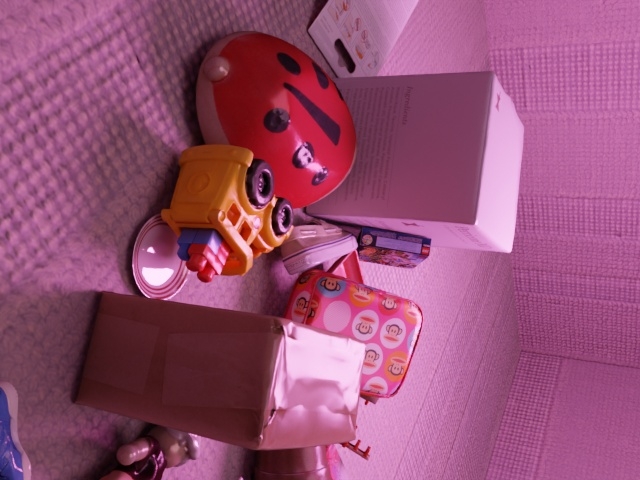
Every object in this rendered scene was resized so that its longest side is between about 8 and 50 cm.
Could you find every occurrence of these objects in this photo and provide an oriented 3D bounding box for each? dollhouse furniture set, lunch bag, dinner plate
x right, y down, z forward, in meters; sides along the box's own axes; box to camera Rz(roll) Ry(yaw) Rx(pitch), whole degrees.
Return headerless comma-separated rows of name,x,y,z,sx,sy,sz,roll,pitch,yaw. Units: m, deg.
dollhouse furniture set,0.116,0.373,1.620,0.259,0.135,0.262,-60,169,-9
lunch bag,0.057,0.214,1.405,0.293,0.120,0.258,22,83,-27
dinner plate,-0.254,0.026,1.081,0.141,0.017,0.141,-12,104,-61

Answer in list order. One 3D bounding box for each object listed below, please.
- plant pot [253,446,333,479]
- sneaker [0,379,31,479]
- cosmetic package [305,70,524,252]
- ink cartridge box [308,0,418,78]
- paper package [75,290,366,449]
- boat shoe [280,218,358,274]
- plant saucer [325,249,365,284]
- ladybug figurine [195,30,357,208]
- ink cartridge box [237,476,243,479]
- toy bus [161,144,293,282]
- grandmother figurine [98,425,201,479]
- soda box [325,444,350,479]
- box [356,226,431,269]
plant pot,-0.060,0.411,1.369,0.167,0.166,0.165,2,85,-62
sneaker,-0.396,0.250,0.800,0.084,0.058,0.152,-16,104,-66
cosmetic package,0.227,-0.170,1.558,0.329,0.393,0.328,23,74,-60
ink cartridge box,0.096,-0.568,1.621,0.385,0.091,0.308,-61,148,-9
paper package,-0.133,0.194,1.006,0.309,0.324,0.168,28,69,-59
boat shoe,0.000,0.000,1.459,0.094,0.109,0.302,70,21,1
plant saucer,0.024,0.188,1.566,0.259,0.047,0.259,-46,134,-37
ladybug figurine,-0.060,-0.214,1.257,0.449,0.161,0.305,27,71,-60
ink cartridge box,-0.235,0.600,1.102,0.330,0.071,0.324,-29,119,-47
toy bus,-0.155,-0.015,1.106,0.220,0.149,0.212,60,39,-49
grandmother figurine,-0.289,0.363,0.988,0.342,0.104,0.208,-40,161,-58
soda box,0.011,0.570,1.592,0.092,0.083,0.263,-60,143,-39
box,0.165,0.022,1.625,0.233,0.159,0.044,96,3,-80
